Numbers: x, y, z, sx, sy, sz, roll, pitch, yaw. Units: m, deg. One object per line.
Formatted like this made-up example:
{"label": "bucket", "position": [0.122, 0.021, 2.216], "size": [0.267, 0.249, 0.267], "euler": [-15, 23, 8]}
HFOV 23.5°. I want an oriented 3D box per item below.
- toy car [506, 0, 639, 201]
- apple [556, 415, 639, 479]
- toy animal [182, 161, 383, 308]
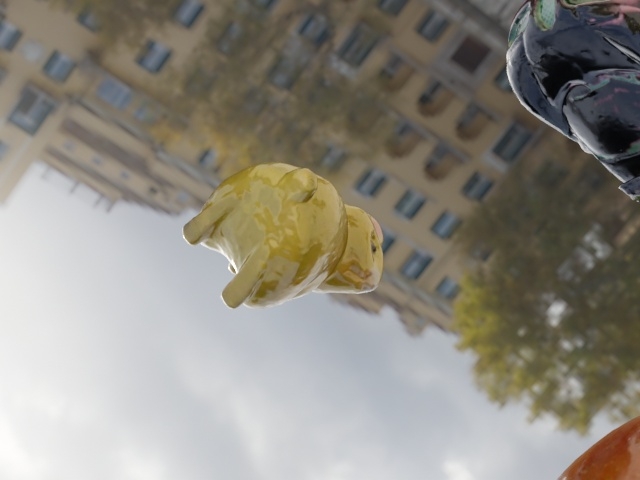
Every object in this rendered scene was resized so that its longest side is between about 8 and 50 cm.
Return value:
{"label": "toy car", "position": [0.124, -0.039, 0.526], "size": [0.142, 0.069, 0.055], "euler": [31, -121, -28]}
{"label": "apple", "position": [0.233, 0.202, 0.894], "size": [0.206, 0.251, 0.272], "euler": [52, 168, 20]}
{"label": "toy animal", "position": [0.003, -0.001, 0.862], "size": [0.159, 0.083, 0.070], "euler": [13, -140, -59]}
